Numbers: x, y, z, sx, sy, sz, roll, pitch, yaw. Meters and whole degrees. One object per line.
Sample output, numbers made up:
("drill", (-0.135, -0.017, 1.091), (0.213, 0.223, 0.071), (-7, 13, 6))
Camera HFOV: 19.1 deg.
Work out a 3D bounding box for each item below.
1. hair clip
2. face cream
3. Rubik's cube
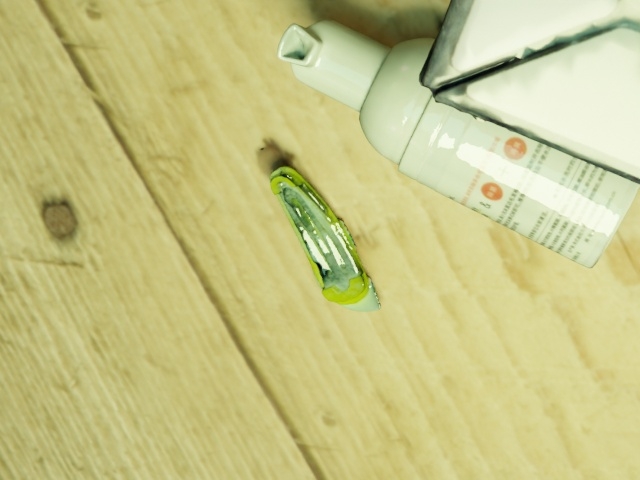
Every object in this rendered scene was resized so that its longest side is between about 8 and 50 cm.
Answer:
("hair clip", (0.000, 0.000, 2.023), (0.060, 0.033, 0.188), (-20, 110, 27))
("face cream", (0.134, -0.119, 1.860), (0.370, 0.145, 0.145), (28, 120, 3))
("Rubik's cube", (0.297, -0.243, 1.650), (0.310, 0.307, 0.305), (23, 118, 4))
